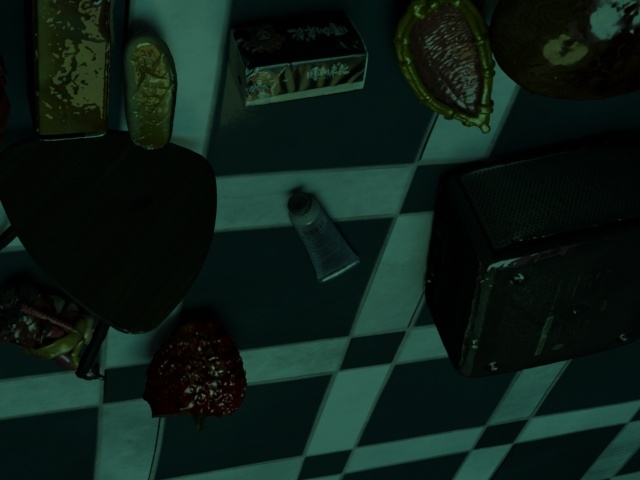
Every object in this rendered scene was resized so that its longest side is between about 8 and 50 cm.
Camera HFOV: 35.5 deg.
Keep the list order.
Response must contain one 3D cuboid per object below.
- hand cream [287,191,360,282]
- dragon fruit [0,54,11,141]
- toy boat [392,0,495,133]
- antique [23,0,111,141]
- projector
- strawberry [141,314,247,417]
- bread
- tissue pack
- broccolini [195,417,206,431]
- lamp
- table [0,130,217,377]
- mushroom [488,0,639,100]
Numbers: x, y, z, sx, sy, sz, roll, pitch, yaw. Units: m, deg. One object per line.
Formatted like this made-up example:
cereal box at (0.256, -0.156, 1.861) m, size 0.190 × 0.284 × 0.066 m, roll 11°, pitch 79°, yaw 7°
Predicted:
hand cream at (0.000, 0.000, 1.724) m, size 0.088 × 0.055 × 0.256 m, roll -31°, pitch 145°, yaw 1°
dragon fruit at (-0.477, -0.148, 1.151) m, size 0.244 × 0.244 × 0.299 m, roll 6°, pitch 139°, yaw -31°
toy boat at (0.182, -0.267, 1.435) m, size 0.141 × 0.099 × 0.318 m, roll -27°, pitch 146°, yaw 8°
antique at (-0.308, -0.261, 1.215) m, size 0.093 × 0.087 × 0.310 m, roll -8°, pitch 141°, yaw -20°
projector at (0.416, 0.042, 1.816) m, size 0.405 × 0.242 × 0.395 m, roll -12°, pitch 144°, yaw -10°
strawberry at (-0.224, 0.231, 1.829) m, size 0.184 × 0.187 × 0.201 m, roll -16°, pitch 117°, yaw -60°
bread at (-0.231, -0.205, 1.352) m, size 0.073 × 0.053 × 0.214 m, roll -7°, pitch 144°, yaw -12°
tissue pack at (-0.032, -0.245, 1.353) m, size 0.170 × 0.103 × 0.090 m, roll -10°, pitch 138°, yaw -14°
broccolini at (-0.240, 0.311, 2.034) m, size 0.057 × 0.071 × 0.254 m, roll -51°, pitch 166°, yaw -32°
lamp at (-0.434, 0.154, 1.666) m, size 0.118 × 0.118 × 0.253 m, roll -34°, pitch 141°, yaw 17°
table at (-0.343, 0.009, 1.459) m, size 0.317 × 0.317 × 0.249 m, roll 1°, pitch 152°, yaw -27°
mushroom at (0.399, -0.310, 1.381) m, size 0.345 × 0.239 × 0.345 m, roll 0°, pitch 142°, yaw 0°
